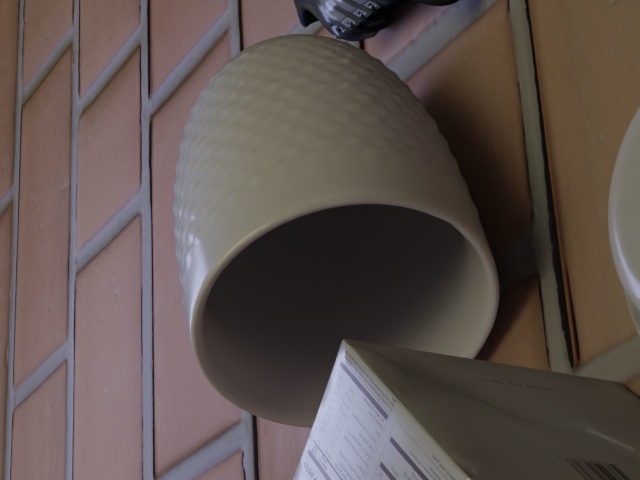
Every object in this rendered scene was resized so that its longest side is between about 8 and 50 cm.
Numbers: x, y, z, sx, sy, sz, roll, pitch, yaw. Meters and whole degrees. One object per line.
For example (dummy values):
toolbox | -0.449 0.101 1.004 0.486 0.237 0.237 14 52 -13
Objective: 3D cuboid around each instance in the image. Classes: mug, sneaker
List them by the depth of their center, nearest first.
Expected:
mug | 0.000 0.000 1.517 0.328 0.276 0.374 -105 6 -48
sneaker | 0.060 -0.268 1.650 0.300 0.111 0.121 26 129 57

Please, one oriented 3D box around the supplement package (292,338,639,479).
supplement package | 0.144 0.194 1.138 0.204 0.262 0.145 46 121 57

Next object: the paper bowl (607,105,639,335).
paper bowl | 0.302 -0.025 1.045 0.284 0.148 0.284 -33 51 55
